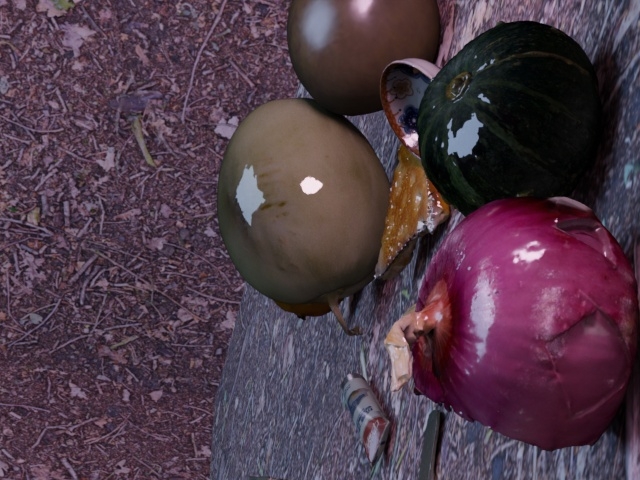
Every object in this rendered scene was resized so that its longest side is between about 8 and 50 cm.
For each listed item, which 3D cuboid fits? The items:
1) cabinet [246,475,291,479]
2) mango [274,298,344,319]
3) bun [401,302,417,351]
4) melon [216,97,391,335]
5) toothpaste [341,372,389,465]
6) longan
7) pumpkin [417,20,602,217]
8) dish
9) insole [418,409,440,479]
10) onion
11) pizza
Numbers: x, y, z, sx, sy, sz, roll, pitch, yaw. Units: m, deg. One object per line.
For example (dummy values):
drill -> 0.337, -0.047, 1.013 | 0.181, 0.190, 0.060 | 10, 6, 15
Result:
cabinet -> -0.026, 0.394, 2.155 | 0.206, 0.145, 0.150 | 140, 141, -77
mango -> 0.000, 0.000, 2.519 | 0.151, 0.156, 0.249 | -19, -50, -57
bun -> 0.122, 0.089, 1.759 | 0.086, 0.086, 0.055 | 123, 151, -69
melon -> -0.023, -0.048, 2.308 | 0.308, 0.271, 0.272 | 61, 148, 34
toothpaste -> 0.062, 0.228, 2.163 | 0.239, 0.039, 0.062 | -119, 47, -74
longan -> 0.054, -0.284, 2.264 | 0.248, 0.248, 0.248 | -169, 90, -82
pumpkin -> 0.169, -0.102, 1.463 | 0.190, 0.146, 0.190 | -45, 16, 17
dish -> 0.146, -0.168, 1.983 | 0.141, 0.078, 0.141 | 40, 148, 31
insole -> 0.115, 0.281, 1.803 | 0.063, 0.010, 0.192 | 130, 151, -72
onion -> 0.159, 0.054, 1.263 | 0.207, 0.200, 0.201 | 4, -83, -77
pizza -> 0.116, -0.023, 2.072 | 0.185, 0.052, 0.195 | -101, 27, -52
